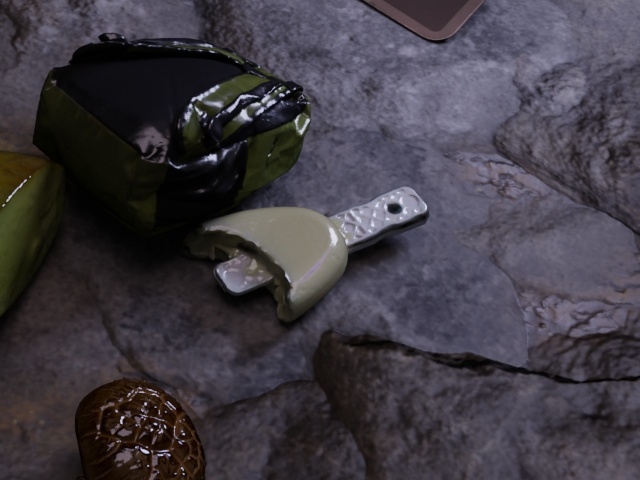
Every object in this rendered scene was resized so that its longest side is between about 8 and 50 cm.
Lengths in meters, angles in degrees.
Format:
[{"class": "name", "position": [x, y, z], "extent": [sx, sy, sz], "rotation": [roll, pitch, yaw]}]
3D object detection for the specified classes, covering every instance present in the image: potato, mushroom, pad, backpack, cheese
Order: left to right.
[{"class": "potato", "position": [-0.331, 0.007, 1.017], "extent": [0.176, 0.141, 0.298], "rotation": [34, 51, 22]}, {"class": "mushroom", "position": [-0.143, 0.165, 0.954], "extent": [0.109, 0.085, 0.126], "rotation": [-14, 59, -24]}, {"class": "backpack", "position": [-0.131, -0.114, 1.165], "extent": [0.207, 0.140, 0.253], "rotation": [37, 39, 29]}, {"class": "cheese", "position": [0.000, -0.001, 1.155], "extent": [0.235, 0.049, 0.127], "rotation": [-23, 56, -28]}, {"class": "pad", "position": [0.093, -0.358, 1.484], "extent": [0.266, 0.002, 0.176], "rotation": [36, 71, 18]}]
